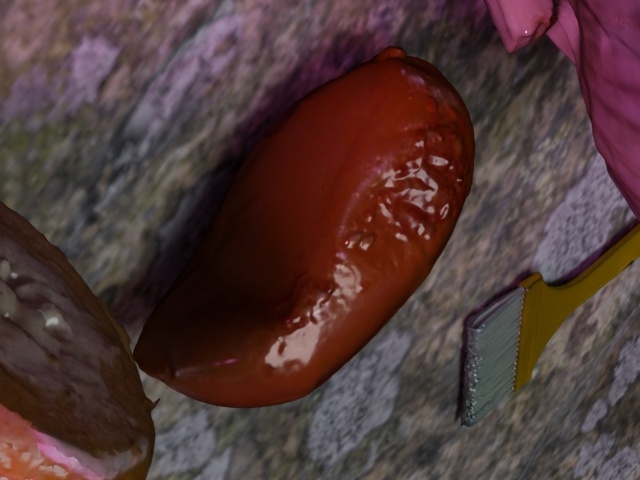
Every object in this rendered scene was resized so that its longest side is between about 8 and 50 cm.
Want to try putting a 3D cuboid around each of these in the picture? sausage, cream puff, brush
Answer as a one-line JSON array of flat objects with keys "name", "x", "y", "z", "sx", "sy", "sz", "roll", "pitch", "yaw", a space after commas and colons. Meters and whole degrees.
[{"name": "sausage", "x": 0.000, "y": 0.000, "z": 0.783, "sx": 0.179, "sy": 0.089, "sz": 0.089, "roll": -50, "pitch": 149, "yaw": -15}, {"name": "cream puff", "x": -0.126, "y": 0.057, "z": 0.599, "sx": 0.115, "sy": 0.150, "sz": 0.165, "roll": -45, "pitch": -170, "yaw": 18}, {"name": "brush", "x": 0.149, "y": 0.025, "z": 1.089, "sx": 0.205, "sy": 0.011, "sz": 0.083, "roll": -35, "pitch": 142, "yaw": -33}]

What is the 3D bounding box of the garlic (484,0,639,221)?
[{"name": "garlic", "x": 0.205, "y": -0.109, "z": 0.783, "sx": 0.241, "sy": 0.322, "sz": 0.322, "roll": -37, "pitch": 155, "yaw": 19}]
